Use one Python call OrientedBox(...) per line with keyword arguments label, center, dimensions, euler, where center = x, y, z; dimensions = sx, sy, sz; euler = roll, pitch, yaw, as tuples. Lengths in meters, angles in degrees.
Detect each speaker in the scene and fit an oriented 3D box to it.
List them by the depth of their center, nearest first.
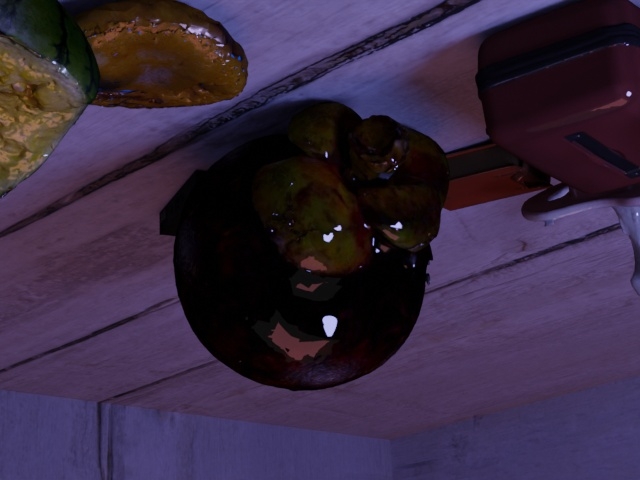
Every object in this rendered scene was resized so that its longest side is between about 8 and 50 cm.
OrientedBox(label="speaker", center=(-0.206, -0.056, 2.270), dimensions=(0.046, 0.040, 0.191), euler=(7, 159, -22))

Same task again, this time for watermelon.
OrientedBox(label="watermelon", center=(-0.397, -0.205, 1.591), dimensions=(0.331, 0.189, 0.330), euler=(6, 142, 4))

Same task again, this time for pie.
OrientedBox(label="pie", center=(-0.218, -0.216, 1.763), dimensions=(0.274, 0.069, 0.273), euler=(-2, 160, -1))

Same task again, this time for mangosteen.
OrientedBox(label="mangosteen", center=(-0.012, -0.002, 2.040), dimensions=(0.381, 0.421, 0.381), euler=(23, -169, -5))

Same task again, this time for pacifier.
OrientedBox(label="pacifier", center=(0.448, -0.061, 2.064), dimensions=(0.332, 0.273, 0.220), euler=(-11, 156, 42))

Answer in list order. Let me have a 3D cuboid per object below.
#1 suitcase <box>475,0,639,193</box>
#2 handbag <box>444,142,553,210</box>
OrientedBox(label="suitcase", center=(0.357, -0.179, 1.844), dimensions=(0.236, 0.161, 0.297), euler=(-18, 156, 34))
OrientedBox(label="handbag", center=(0.246, -0.098, 2.210), dimensions=(0.190, 0.062, 0.127), euler=(-13, 159, 32))
